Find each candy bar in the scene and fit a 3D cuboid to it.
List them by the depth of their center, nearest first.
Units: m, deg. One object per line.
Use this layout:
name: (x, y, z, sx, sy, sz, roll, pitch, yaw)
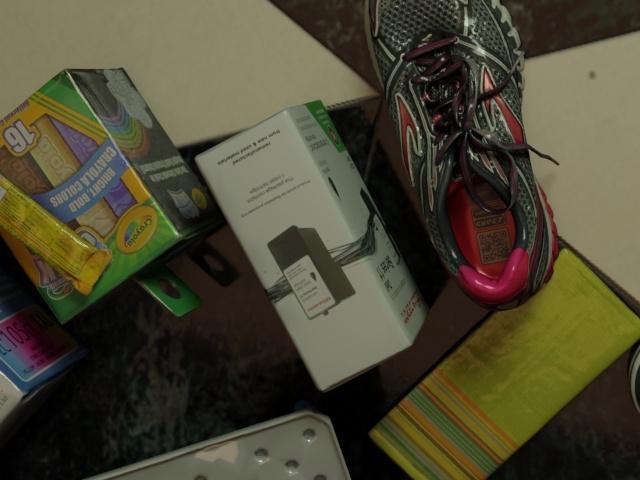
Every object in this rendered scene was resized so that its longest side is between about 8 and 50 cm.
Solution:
candy bar: (-0.236, -0.021, 1.051, 0.161, 0.018, 0.040, 38, 100, 5)

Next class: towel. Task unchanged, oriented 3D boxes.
towel: (0.156, 0.120, 1.128, 0.102, 0.021, 0.237, 44, 103, -3)

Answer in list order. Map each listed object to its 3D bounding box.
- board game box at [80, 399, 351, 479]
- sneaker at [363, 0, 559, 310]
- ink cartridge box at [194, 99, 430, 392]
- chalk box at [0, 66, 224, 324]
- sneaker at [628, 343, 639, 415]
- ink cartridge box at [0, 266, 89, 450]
board game box: (-0.123, 0.361, 1.134, 0.389, 0.050, 0.390, -18, 107, 2)
sneaker: (0.116, -0.092, 1.051, 0.120, 0.112, 0.299, -21, 88, 15)
ink cartridge box: (0.000, 0.000, 1.073, 0.086, 0.153, 0.208, -27, 93, 13)
chalk box: (-0.178, -0.022, 1.116, 0.132, 0.132, 0.213, -33, 89, 14)
sneaker: (0.392, 0.082, 1.019, 0.321, 0.127, 0.126, -20, 96, 15)
ink cartridge box: (-0.447, 0.069, 1.175, 0.395, 0.151, 0.270, 43, 104, 1)
